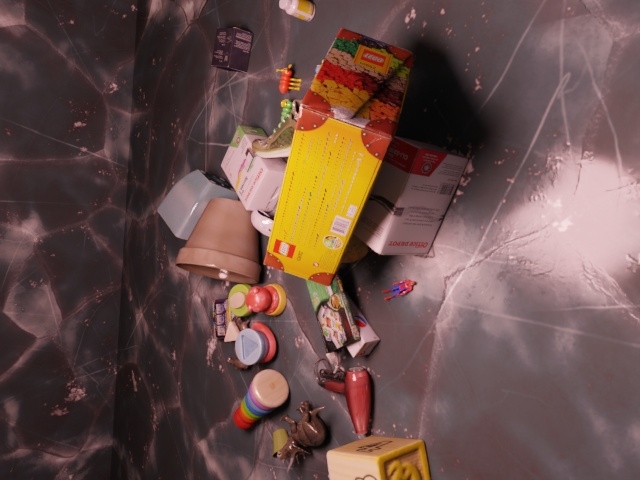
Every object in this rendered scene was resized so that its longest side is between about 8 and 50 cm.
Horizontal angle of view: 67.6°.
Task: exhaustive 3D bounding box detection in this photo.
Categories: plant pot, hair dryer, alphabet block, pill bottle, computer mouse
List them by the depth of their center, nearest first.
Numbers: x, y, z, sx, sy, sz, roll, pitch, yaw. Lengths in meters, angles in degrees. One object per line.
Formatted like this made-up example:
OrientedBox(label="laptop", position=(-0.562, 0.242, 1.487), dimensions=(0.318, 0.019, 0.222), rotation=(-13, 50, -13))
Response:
OrientedBox(label="alphabet block", position=(0.159, 0.641, 1.274), dimensions=(0.197, 0.194, 0.192), rotation=(-19, 76, 48))
OrientedBox(label="hair dryer", position=(0.082, 0.452, 1.479), dimensions=(0.293, 0.080, 0.223), rotation=(63, 147, 37))
OrientedBox(label="pill bottle", position=(-0.080, -0.797, 1.630), dimensions=(0.065, 0.117, 0.065), rotation=(-1, 89, 49))
OrientedBox(label="plant pot", position=(-0.140, 0.724, 1.717), dimensions=(0.083, 0.083, 0.079), rotation=(-54, 40, 34))
OrientedBox(label="computer mouse", position=(-0.187, -0.043, 1.748), dimensions=(0.193, 0.042, 0.106), rotation=(33, 117, 15))
OrientedBox(label="plant pot", position=(-0.365, -0.003, 1.841), dimensions=(0.323, 0.323, 0.280), rotation=(-4, 71, 49))
OrientedBox(label="plant pot", position=(-0.491, -0.149, 2.017), dimensions=(0.248, 0.247, 0.252), rotation=(42, 106, 41))

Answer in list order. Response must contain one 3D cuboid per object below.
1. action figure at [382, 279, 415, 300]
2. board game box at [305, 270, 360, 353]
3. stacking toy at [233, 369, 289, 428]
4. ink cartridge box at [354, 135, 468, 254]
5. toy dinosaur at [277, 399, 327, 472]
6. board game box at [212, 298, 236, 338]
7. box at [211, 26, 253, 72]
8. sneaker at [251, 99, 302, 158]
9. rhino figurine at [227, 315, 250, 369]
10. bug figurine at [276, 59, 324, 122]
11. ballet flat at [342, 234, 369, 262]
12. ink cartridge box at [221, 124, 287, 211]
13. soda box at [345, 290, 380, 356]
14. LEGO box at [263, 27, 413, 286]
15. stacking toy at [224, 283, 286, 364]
OrientedBox(label="action figure", position=(0.220, 0.136, 1.337), dimensions=(0.115, 0.030, 0.038), rotation=(-33, 60, 42))
OrientedBox(label="board game box", position=(0.031, 0.197, 1.450), dimensions=(0.136, 0.030, 0.259), rotation=(-38, 61, 44))
OrientedBox(label="stacking toy", position=(-0.241, 0.618, 1.807), dimensions=(0.330, 0.141, 0.141), rotation=(-55, 51, 42))
OrientedBox(label="ink cartridge box", position=(0.223, -0.107, 1.205), dimensions=(0.114, 0.197, 0.272), rotation=(38, 117, 44))
OrientedBox(label="toy dinosaur", position=(-0.036, 0.622, 1.586), dimensions=(0.313, 0.121, 0.160), rotation=(-46, 69, 34))
OrientedBox(label="board game box", position=(-0.406, 0.334, 2.048), dimensions=(0.141, 0.048, 0.170), rotation=(-11, 80, 47))
OrientedBox(label="box", position=(-0.368, -0.789, 1.985), dimensions=(0.156, 0.093, 0.158), rotation=(27, 109, 46))
OrientedBox(label="sneaker", position=(-0.076, -0.368, 1.581), dimensions=(0.411, 0.158, 0.181), rotation=(4, 104, 42))
OrientedBox(label="rhino figurine", position=(-0.321, 0.403, 1.929), dimensions=(0.106, 0.073, 0.243), rotation=(-9, 81, 45))
OrientedBox(label="bug figurine", position=(-0.070, -0.505, 1.650), dimensions=(0.279, 0.072, 0.216), rotation=(18, 103, 48))
OrientedBox(label="ballet flat", position=(0.000, 0.000, 1.529), dimensions=(0.349, 0.123, 0.123), rotation=(16, 102, 48))
OrientedBox(label="ink cartridge box", position=(-0.249, -0.272, 1.820), dimensions=(0.278, 0.117, 0.201), rotation=(56, 129, 33))
OrientedBox(label="soda box", position=(0.085, 0.247, 1.461), dimensions=(0.216, 0.069, 0.073), rotation=(53, 127, 35))
OrientedBox(label="LEGO box", position=(0.037, -0.190, 1.188), dimensions=(0.500, 0.193, 0.372), rotation=(110, 179, -47))
OrientedBox(label="stacking toy", position=(-0.287, 0.298, 1.788), dimensions=(0.280, 0.130, 0.308), rotation=(9, 90, 36))
